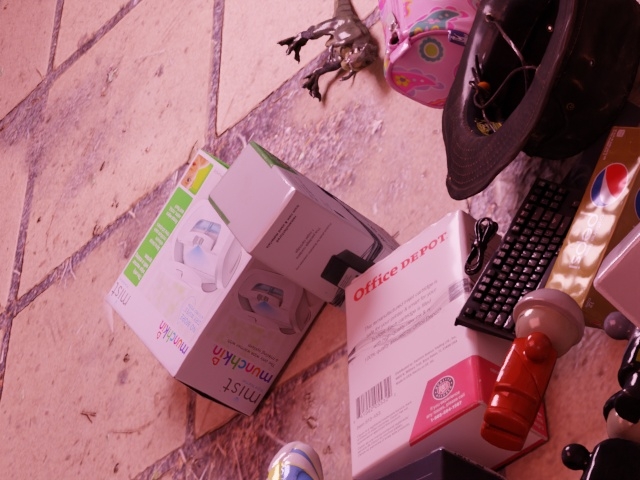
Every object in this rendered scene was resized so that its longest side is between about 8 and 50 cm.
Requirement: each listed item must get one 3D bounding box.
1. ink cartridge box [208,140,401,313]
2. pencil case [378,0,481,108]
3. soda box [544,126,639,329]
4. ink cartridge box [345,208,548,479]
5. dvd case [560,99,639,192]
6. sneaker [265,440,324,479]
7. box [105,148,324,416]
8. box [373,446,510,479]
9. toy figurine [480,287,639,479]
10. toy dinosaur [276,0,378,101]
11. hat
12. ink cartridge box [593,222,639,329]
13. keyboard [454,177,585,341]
[{"bbox_3d":[0.000,0.000,1.821,0.087,0.208,0.153,-53,32,7],"label":"ink cartridge box"},{"bbox_3d":[0.122,-0.283,1.967,0.124,0.124,0.284,-39,36,32],"label":"pencil case"},{"bbox_3d":[0.269,-0.011,1.538,0.061,0.058,0.181,9,73,58],"label":"soda box"},{"bbox_3d":[0.116,0.116,1.653,0.172,0.100,0.237,-36,39,33],"label":"ink cartridge box"},{"bbox_3d":[0.295,-0.032,1.596,0.164,0.018,0.221,-55,31,8],"label":"dvd case"},{"bbox_3d":[0.008,0.300,1.697,0.126,0.091,0.240,-18,47,25],"label":"sneaker"},{"bbox_3d":[-0.113,0.047,2.033,0.231,0.127,0.262,-56,31,3],"label":"box"},{"bbox_3d":[0.093,0.313,1.514,0.153,0.108,0.207,-32,40,40],"label":"box"},{"bbox_3d":[0.255,0.129,1.337,0.210,0.213,0.148,-18,34,45],"label":"toy figurine"},{"bbox_3d":[0.012,-0.255,2.170,0.118,0.064,0.268,-42,32,17],"label":"toy dinosaur"},{"bbox_3d":[0.238,-0.179,1.680,0.331,0.134,0.331,-162,90,-78],"label":"hat"},{"bbox_3d":[0.383,0.032,1.158,0.261,0.296,0.066,-49,-4,19],"label":"ink cartridge box"},{"bbox_3d":[0.184,0.013,1.589,0.108,0.023,0.180,16,56,28],"label":"keyboard"}]
